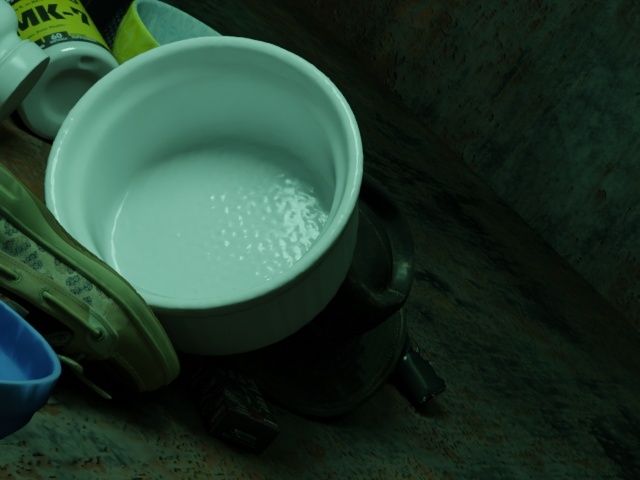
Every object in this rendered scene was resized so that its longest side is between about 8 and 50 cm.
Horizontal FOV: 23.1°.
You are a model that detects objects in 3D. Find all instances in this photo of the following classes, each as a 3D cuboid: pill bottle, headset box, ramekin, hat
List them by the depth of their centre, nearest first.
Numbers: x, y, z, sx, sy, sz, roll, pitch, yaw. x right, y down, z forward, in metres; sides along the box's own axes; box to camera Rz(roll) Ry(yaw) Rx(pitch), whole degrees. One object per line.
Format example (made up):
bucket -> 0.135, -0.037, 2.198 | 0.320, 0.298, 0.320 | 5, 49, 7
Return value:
headset box -> -0.076, 0.148, 1.378 | 0.062, 0.032, 0.083 | 28, 20, -36
ramekin -> -0.094, -0.032, 1.394 | 0.277, 0.277, 0.135 | 47, -14, 27
pill bottle -> -0.376, -0.213, 1.526 | 0.216, 0.121, 0.121 | 39, 15, -4
hat -> 0.000, 0.000, 1.539 | 0.331, 0.134, 0.331 | 21, 56, -35
pill bottle -> -0.300, -0.209, 1.706 | 0.119, 0.119, 0.208 | 26, 19, -41

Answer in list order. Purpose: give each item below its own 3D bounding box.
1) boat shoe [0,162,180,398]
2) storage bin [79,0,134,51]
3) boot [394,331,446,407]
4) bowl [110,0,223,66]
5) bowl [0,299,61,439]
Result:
boat shoe -> -0.223, 0.037, 1.218 | 0.285, 0.089, 0.104 | 47, -23, -28
storage bin -> -0.285, -0.298, 1.877 | 0.122, 0.180, 0.084 | 32, 16, -29
boot -> 0.093, 0.143, 1.765 | 0.099, 0.045, 0.121 | 58, 20, 6
bowl -> -0.139, -0.126, 1.778 | 0.289, 0.156, 0.289 | 37, 15, -11
bowl -> -0.334, 0.016, 0.865 | 0.391, 0.077, 0.391 | 28, 2, -1
